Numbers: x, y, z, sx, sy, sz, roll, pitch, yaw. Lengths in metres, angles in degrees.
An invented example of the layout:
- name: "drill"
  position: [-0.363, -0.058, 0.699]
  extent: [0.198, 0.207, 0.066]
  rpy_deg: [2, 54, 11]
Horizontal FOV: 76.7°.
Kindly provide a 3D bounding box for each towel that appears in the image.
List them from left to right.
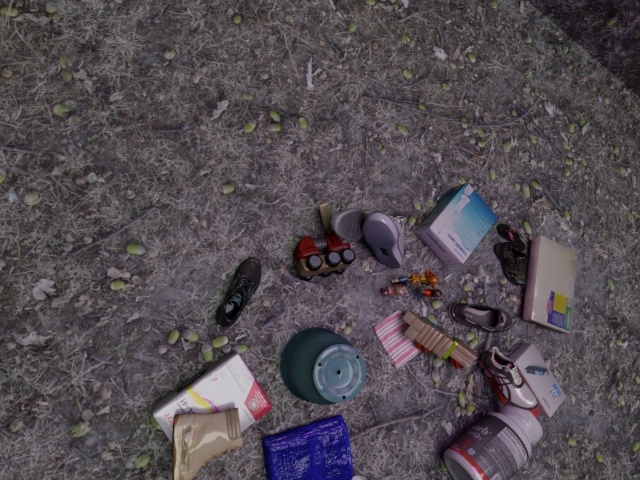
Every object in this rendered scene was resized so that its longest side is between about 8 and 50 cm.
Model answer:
- name: "towel"
  position: [-0.037, 0.763, 1.410]
  extent: [0.309, 0.076, 0.227]
  rpy_deg: [-7, 79, -20]
- name: "towel"
  position: [0.312, 0.397, 1.626]
  extent: [0.144, 0.029, 0.197]
  rpy_deg: [-30, 92, -21]

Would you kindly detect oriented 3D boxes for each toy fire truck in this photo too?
- name: "toy fire truck"
  position: [0.000, 0.000, 1.539]
  extent: [0.217, 0.158, 0.246]
  rpy_deg: [-10, 64, -26]

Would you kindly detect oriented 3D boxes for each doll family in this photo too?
- name: "doll family"
  position: [0.369, 0.168, 1.613]
  extent: [0.263, 0.163, 0.118]
  rpy_deg: [4, 79, -19]

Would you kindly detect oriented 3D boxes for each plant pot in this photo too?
- name: "plant pot"
  position: [0.025, 0.442, 1.397]
  extent: [0.272, 0.255, 0.271]
  rpy_deg: [3, 80, -19]

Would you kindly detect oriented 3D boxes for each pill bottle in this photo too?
- name: "pill bottle"
  position: [0.680, 0.813, 1.587]
  extent: [0.363, 0.210, 0.210]
  rpy_deg: [-28, 91, -22]

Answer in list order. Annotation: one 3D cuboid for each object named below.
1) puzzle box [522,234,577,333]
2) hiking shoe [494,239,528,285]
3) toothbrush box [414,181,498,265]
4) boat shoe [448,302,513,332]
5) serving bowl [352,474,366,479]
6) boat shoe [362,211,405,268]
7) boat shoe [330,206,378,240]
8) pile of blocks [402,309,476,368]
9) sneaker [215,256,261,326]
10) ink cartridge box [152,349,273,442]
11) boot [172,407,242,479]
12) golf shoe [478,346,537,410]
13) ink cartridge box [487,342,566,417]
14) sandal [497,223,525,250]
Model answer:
- name: "puzzle box"
  position: [1.080, 0.208, 1.900]
  extent: [0.272, 0.052, 0.408]
  rpy_deg: [21, 74, -22]
- name: "hiking shoe"
  position: [0.884, 0.106, 1.830]
  extent: [0.086, 0.114, 0.226]
  rpy_deg: [-33, 93, -21]
- name: "toothbrush box"
  position: [0.587, -0.068, 1.750]
  extent: [0.216, 0.126, 0.295]
  rpy_deg: [45, 69, -8]
- name: "boat shoe"
  position: [0.714, 0.334, 1.741]
  extent: [0.336, 0.095, 0.112]
  rpy_deg: [14, 77, -17]
- name: "serving bowl"
  position: [0.129, 0.897, 1.476]
  extent: [0.084, 0.027, 0.083]
  rpy_deg: [3, 80, -19]
- name: "boat shoe"
  position: [0.268, -0.037, 1.543]
  extent: [0.156, 0.136, 0.367]
  rpy_deg: [-66, 148, -21]
- name: "boat shoe"
  position: [0.118, -0.072, 1.515]
  extent: [0.320, 0.103, 0.118]
  rpy_deg: [-18, 117, -58]
- name: "pile of blocks"
  position: [0.459, 0.409, 1.637]
  extent: [0.362, 0.149, 0.112]
  rpy_deg: [34, 100, -9]
- name: "sneaker"
  position: [-0.274, 0.180, 1.419]
  extent: [0.101, 0.106, 0.267]
  rpy_deg: [26, 72, -12]
- name: "ink cartridge box"
  position: [-0.346, 0.540, 1.318]
  extent: [0.306, 0.131, 0.226]
  rpy_deg: [-33, 93, -23]
- name: "boot"
  position: [-0.329, 0.637, 1.193]
  extent: [0.204, 0.095, 0.261]
  rpy_deg: [0, 79, -21]
- name: "golf shoe"
  position: [0.767, 0.560, 1.645]
  extent: [0.105, 0.120, 0.273]
  rpy_deg: [-22, 51, -26]
- name: "ink cartridge box"
  position: [0.908, 0.647, 1.773]
  extent: [0.261, 0.066, 0.296]
  rpy_deg: [-34, 92, -22]
- name: "sandal"
  position: [0.906, -0.019, 1.899]
  extent: [0.179, 0.040, 0.067]
  rpy_deg: [39, 71, -9]
